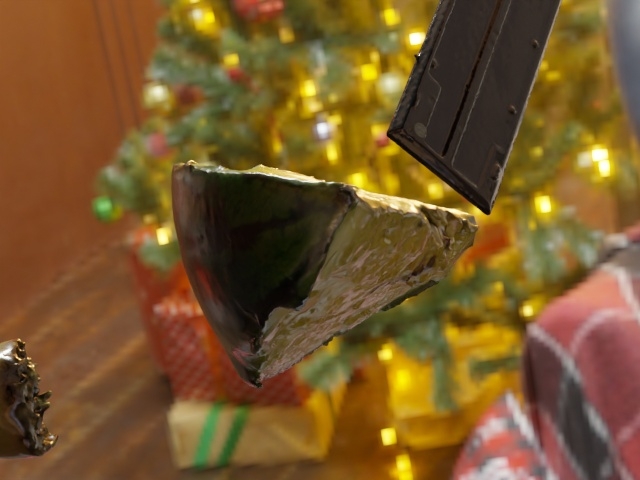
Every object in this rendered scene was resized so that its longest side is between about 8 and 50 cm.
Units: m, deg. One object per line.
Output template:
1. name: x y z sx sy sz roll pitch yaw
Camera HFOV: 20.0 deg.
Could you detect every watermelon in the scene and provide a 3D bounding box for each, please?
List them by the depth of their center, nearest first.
1. watermelon: 0.000 0.000 0.916 0.129 0.123 0.301 -20 -6 11

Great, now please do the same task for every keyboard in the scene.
1. keyboard: 0.084 -0.108 0.869 0.011 0.067 0.202 -24 35 48

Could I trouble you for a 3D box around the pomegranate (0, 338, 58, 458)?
1. pomegranate: -0.192 0.092 0.690 0.169 0.143 0.122 -3 27 16
